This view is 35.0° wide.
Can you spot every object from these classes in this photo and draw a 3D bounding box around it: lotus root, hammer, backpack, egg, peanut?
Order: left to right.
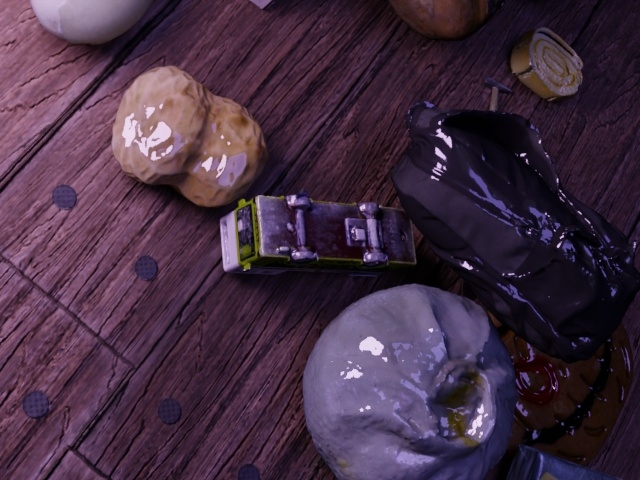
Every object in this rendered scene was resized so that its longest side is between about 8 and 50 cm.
[{"bbox_3d":[-0.323,-0.375,1.437,0.183,0.183,0.217,32,53,-19],"label":"egg"},{"bbox_3d":[-0.188,-0.150,1.499,0.233,0.110,0.196,26,60,-22],"label":"peanut"},{"bbox_3d":[0.239,-0.463,1.767,0.272,0.272,0.192,-46,111,-31],"label":"lotus root"},{"bbox_3d":[0.317,-0.202,1.861,0.062,0.013,0.198,18,69,-25],"label":"hammer"},{"bbox_3d":[0.286,-0.038,1.577,0.446,0.363,0.255,40,96,-15],"label":"backpack"}]

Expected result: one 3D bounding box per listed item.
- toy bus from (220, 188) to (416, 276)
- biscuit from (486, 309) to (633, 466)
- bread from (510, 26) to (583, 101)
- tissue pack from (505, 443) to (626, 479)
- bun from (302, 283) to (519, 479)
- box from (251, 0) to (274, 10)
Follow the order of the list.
[{"bbox_3d":[0.000,0.000,1.556,0.302,0.139,0.113,4,75,-37],"label":"toy bus"},{"bbox_3d":[0.404,0.223,1.769,0.314,0.063,0.367,47,60,-12],"label":"biscuit"},{"bbox_3d":[0.433,-0.330,1.934,0.156,0.064,0.117,39,65,-17],"label":"bread"},{"bbox_3d":[0.411,0.461,1.670,0.257,0.081,0.185,22,86,-23],"label":"tissue pack"},{"bbox_3d":[0.155,0.236,1.533,0.362,0.211,0.361,8,74,-30],"label":"bun"},{"bbox_3d":[-0.034,-0.525,1.634,0.106,0.203,0.251,34,63,-17],"label":"box"}]
